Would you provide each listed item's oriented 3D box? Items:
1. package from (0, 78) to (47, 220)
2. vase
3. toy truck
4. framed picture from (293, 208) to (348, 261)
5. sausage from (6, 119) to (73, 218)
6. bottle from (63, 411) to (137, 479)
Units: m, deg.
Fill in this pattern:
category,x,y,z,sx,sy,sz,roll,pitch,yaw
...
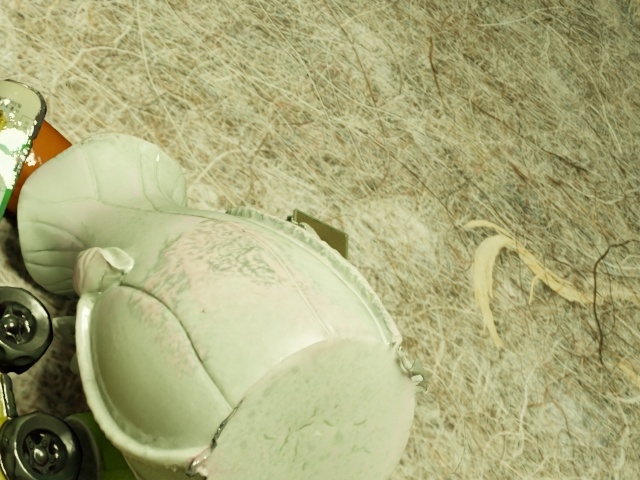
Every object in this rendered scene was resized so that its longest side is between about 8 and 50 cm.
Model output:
category,x,y,z,sx,sy,sz,roll,pitch,yaw
package,-0.369,-0.070,0.955,0.166,0.040,0.232,27,73,-21
vase,-0.114,0.061,0.887,0.250,0.250,0.445,9,19,-38
toy truck,-0.307,0.144,0.815,0.165,0.147,0.224,4,60,-51
framed picture,0.000,0.000,1.341,0.089,0.006,0.066,25,45,-26
sausage,-0.371,-0.136,1.039,0.348,0.094,0.097,39,40,-13
bottle,-0.099,0.202,1.015,0.330,0.093,0.093,1,59,-42
